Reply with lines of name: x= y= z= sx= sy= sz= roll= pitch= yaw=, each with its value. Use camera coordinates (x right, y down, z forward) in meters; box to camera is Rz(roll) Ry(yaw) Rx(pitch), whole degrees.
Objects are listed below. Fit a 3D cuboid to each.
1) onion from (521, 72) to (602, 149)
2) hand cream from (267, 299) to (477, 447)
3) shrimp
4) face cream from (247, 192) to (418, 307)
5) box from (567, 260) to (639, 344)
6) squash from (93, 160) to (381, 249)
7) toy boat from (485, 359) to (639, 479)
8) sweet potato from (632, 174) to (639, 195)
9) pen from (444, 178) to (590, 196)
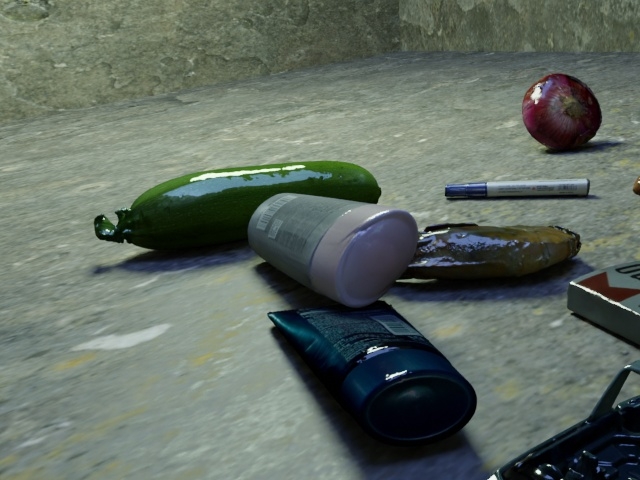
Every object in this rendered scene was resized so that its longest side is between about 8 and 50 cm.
onion: x=0.428 y=-0.223 z=1.443 sx=0.150 sy=0.150 sz=0.140 roll=-10 pitch=-12 yaw=-16
hand cream: x=0.036 y=0.088 z=0.656 sx=0.120 sy=0.061 sz=0.270 roll=-7 pitch=13 yaw=-13
shrimp: x=0.163 y=0.004 z=0.887 sx=0.253 sy=0.058 sz=0.173 roll=-2 pitch=12 yaw=7
face cream: x=0.000 y=0.000 z=0.830 sx=0.107 sy=0.073 sz=0.269 roll=-52 pitch=22 yaw=-9
box: x=0.320 y=0.064 z=0.687 sx=0.115 sy=0.035 sz=0.177 roll=-12 pitch=20 yaw=-21
squash: x=-0.101 y=-0.047 z=1.024 sx=0.379 sy=0.101 sz=0.101 roll=-10 pitch=19 yaw=-13
toy boat: x=0.130 y=0.141 z=0.397 sx=0.246 sy=0.103 sz=0.093 roll=-17 pitch=23 yaw=-27
sweet potato: x=0.524 y=-0.089 z=1.100 sx=0.214 sy=0.050 sz=0.050 roll=-9 pitch=18 yaw=-27
pen: x=0.283 y=-0.074 z=1.138 sx=0.204 sy=0.025 sz=0.025 roll=-1 pitch=18 yaw=12
